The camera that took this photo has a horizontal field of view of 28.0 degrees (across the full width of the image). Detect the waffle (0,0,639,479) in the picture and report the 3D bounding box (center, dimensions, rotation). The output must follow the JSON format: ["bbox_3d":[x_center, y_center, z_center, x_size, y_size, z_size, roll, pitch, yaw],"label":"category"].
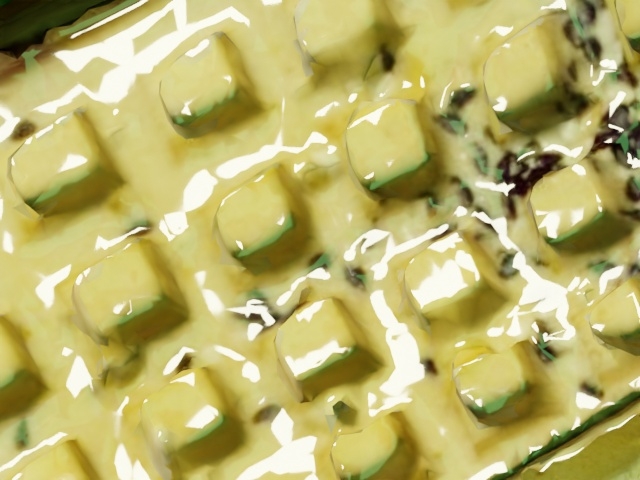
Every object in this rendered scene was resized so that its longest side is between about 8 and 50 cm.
[{"bbox_3d":[0.000,0.000,0.506,0.376,0.114,0.261,-26,106,-12],"label":"waffle"}]

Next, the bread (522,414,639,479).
[{"bbox_3d":[0.132,0.147,0.581,0.103,0.110,0.156,-28,108,-17],"label":"bread"}]
